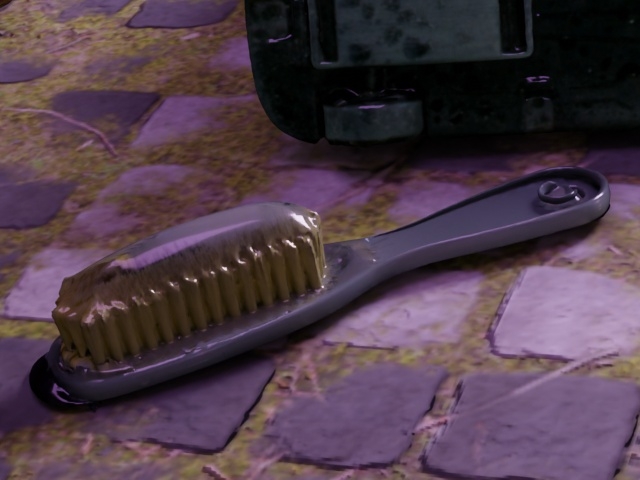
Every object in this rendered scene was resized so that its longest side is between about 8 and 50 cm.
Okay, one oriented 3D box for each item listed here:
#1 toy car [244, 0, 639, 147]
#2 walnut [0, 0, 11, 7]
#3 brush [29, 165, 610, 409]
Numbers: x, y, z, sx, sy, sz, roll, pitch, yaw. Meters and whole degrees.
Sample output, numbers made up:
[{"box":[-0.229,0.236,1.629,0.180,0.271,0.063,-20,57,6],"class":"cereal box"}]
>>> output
[{"box":[0.115,-0.127,1.016,0.306,0.136,0.125,-3,10,9],"class":"toy car"},{"box":[-0.253,-0.185,1.250,0.124,0.105,0.105,21,40,18],"class":"walnut"},{"box":[0.000,0.000,0.896,0.297,0.060,0.068,-19,29,-15],"class":"brush"}]
